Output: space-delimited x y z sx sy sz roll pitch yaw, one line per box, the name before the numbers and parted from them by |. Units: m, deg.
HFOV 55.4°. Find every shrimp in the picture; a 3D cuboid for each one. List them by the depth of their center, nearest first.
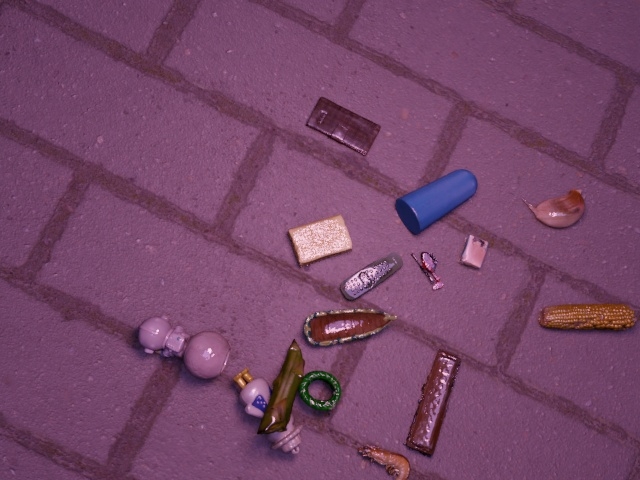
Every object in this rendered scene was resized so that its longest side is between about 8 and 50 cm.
shrimp | 0.184 0.699 1.862 0.178 0.034 0.124 18 85 -7

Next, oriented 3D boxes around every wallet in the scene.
wallet | 0.078 -0.384 2.042 0.230 0.042 0.124 28 75 -1

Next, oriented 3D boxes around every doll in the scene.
doll | -0.154 0.513 1.819 0.119 0.138 0.293 -40 81 29
doll | -0.416 0.311 1.820 0.287 0.151 0.151 22 78 2

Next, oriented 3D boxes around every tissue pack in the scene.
tissue pack | 0.500 0.041 1.997 0.074 0.059 0.094 21 79 -4

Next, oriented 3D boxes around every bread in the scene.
bread | 0.001 0.000 1.952 0.188 0.068 0.125 -18 82 -9

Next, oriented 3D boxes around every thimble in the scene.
thimble | -0.001 0.457 1.857 0.118 0.090 0.130 -43 86 -13

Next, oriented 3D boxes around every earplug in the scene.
earplug | 0.394 -0.142 1.991 0.273 0.132 0.132 -30 84 -14

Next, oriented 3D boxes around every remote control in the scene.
remote control | 0.166 0.113 1.960 0.222 0.042 0.072 -31 84 -9

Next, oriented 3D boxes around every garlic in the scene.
garlic | 0.791 -0.104 2.050 0.198 0.090 0.128 -12 66 -1

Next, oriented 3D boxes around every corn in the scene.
corn | 0.873 0.250 1.980 0.320 0.097 0.097 1 80 -3

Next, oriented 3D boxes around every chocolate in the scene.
chocolate | 0.358 0.505 1.896 0.102 0.065 0.329 21 80 -2

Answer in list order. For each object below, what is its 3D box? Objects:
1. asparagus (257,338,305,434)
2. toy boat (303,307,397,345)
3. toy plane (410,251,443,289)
asparagus | -0.101 0.433 1.792 0.085 0.082 0.343 20 42 2
toy boat | 0.091 0.263 1.901 0.293 0.099 0.108 -8 80 1
toy plane | 0.358 0.090 1.986 0.060 0.037 0.145 -29 82 -6
